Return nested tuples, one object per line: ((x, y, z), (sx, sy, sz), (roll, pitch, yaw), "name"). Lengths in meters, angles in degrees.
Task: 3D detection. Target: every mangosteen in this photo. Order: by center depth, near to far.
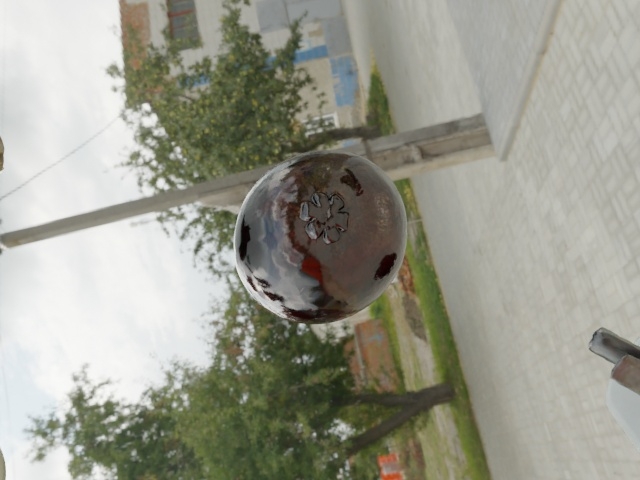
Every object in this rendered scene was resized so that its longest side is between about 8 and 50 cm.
((0.000, 0.000, 0.435), (0.140, 0.140, 0.139), (-12, -90, -88), "mangosteen")

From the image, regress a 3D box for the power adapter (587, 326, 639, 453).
((0.343, 0.149, 0.477), (0.124, 0.255, 0.187), (-61, -1, 13), "power adapter")

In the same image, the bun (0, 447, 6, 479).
((-0.485, 0.295, 0.715), (0.119, 0.173, 0.172), (94, 168, -51), "bun")

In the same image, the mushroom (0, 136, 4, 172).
((-0.495, -0.070, 0.619), (0.293, 0.290, 0.292), (35, 147, 27), "mushroom")
